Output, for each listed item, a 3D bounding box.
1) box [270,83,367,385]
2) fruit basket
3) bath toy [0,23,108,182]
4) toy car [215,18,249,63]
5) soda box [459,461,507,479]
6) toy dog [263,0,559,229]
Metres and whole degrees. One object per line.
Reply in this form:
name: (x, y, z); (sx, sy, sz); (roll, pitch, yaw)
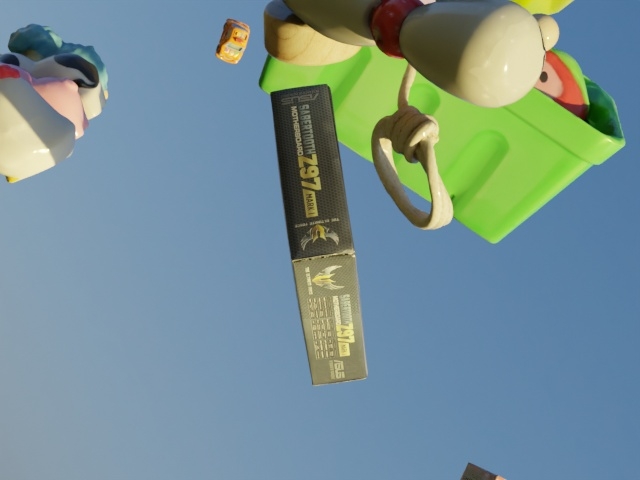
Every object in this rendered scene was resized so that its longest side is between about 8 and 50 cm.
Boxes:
box: (0.000, 0.000, 1.295); (0.233, 0.059, 0.183); (82, 1, -57)
fruit basket: (0.164, -0.241, 1.433); (0.283, 0.392, 0.392); (-65, 135, -71)
bath toy: (-0.347, -0.172, 1.677); (0.348, 0.151, 0.129); (-96, 164, -71)
toy car: (-0.141, -0.289, 1.877); (0.122, 0.060, 0.040); (38, -11, -21)
soda box: (0.267, 0.380, 2.044); (0.058, 0.063, 0.183); (19, -11, 45)
toy dog: (0.074, -0.188, 1.067); (0.334, 0.161, 0.220); (52, -28, 31)
